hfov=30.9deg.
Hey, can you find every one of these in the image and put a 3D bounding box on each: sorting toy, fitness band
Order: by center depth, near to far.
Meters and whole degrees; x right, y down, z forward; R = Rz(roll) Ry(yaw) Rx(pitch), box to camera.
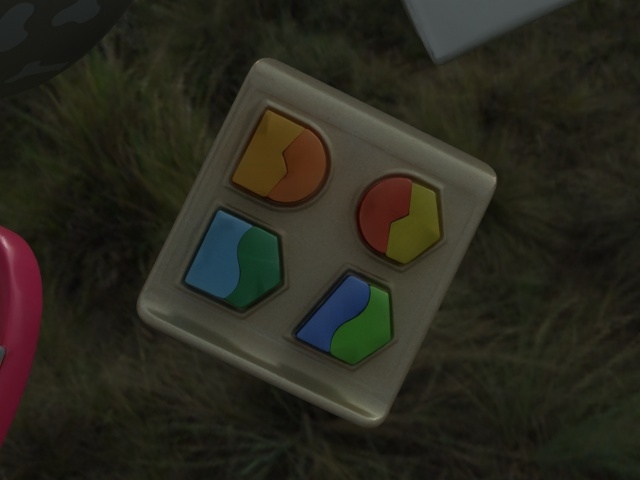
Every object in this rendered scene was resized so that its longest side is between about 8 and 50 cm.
[{"bbox_3d":[0.000,0.000,0.802,0.193,0.038,0.208,26,84,-3],"label":"sorting toy"},{"bbox_3d":[-0.305,0.121,0.878,0.209,0.054,0.290,23,88,51],"label":"fitness band"}]

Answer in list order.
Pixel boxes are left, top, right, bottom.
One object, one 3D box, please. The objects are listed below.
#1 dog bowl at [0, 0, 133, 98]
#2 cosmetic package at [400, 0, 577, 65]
[{"bbox_3d":[-0.157,-0.198,0.372,0.102,0.348,0.349,-10,34,-46],"label":"dog bowl"},{"bbox_3d":[0.205,-0.387,0.993,0.394,0.327,0.329,-24,11,7],"label":"cosmetic package"}]
